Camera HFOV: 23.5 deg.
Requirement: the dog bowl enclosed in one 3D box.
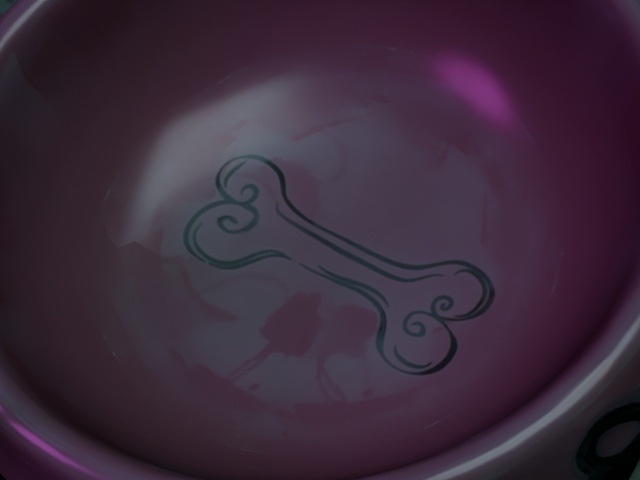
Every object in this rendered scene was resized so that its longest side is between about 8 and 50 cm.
[{"bbox_3d":[0.000,0.000,0.708,0.408,0.150,0.408,-4,57,6],"label":"dog bowl"}]
